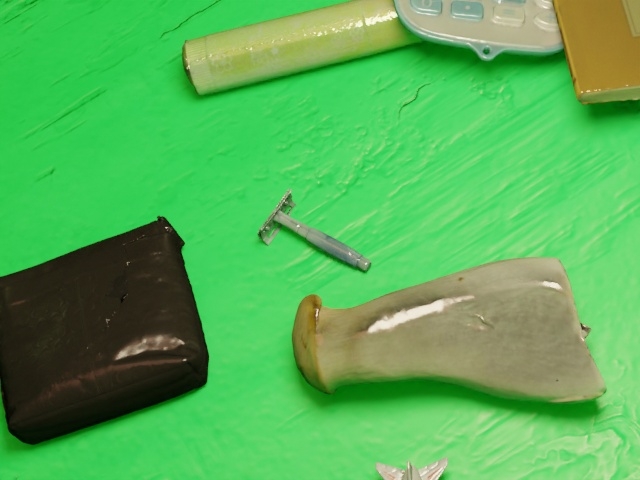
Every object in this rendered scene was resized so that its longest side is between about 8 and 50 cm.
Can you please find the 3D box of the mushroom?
[{"bbox_3d":[0.129,0.106,1.464,0.329,0.122,0.159,-8,53,10],"label":"mushroom"}]

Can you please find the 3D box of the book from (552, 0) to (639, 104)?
[{"bbox_3d":[0.396,-0.333,1.631,0.269,0.032,0.389,-4,59,-3],"label":"book"}]

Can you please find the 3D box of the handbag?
[{"bbox_3d":[-0.262,0.097,1.583,0.247,0.080,0.223,-19,60,2],"label":"handbag"}]

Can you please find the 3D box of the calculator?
[{"bbox_3d":[0.210,-0.372,1.691,0.256,0.054,0.386,7,58,-1],"label":"calculator"}]

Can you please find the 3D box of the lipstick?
[{"bbox_3d":[-0.022,-0.246,1.709,0.304,0.076,0.076,-12,61,6],"label":"lipstick"}]

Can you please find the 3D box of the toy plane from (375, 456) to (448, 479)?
[{"bbox_3d":[0.095,0.303,1.399,0.162,0.065,0.171,-6,64,10],"label":"toy plane"}]

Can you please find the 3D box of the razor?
[{"bbox_3d":[0.000,0.000,1.602,0.135,0.040,0.068,30,74,18],"label":"razor"}]
